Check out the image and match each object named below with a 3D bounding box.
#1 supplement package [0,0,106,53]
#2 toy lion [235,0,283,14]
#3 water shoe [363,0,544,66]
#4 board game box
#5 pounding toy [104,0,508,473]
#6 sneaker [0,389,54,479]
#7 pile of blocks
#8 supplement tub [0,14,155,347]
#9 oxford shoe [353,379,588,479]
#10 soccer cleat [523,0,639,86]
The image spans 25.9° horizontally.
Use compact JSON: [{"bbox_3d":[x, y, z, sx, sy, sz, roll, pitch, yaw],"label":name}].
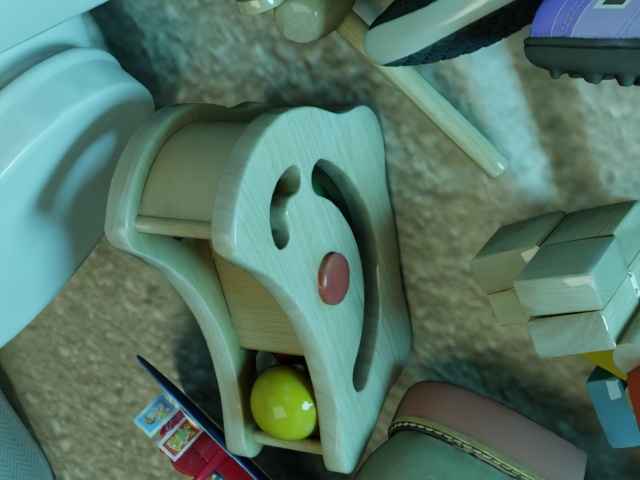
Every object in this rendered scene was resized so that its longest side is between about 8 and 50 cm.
[{"bbox_3d":[-0.110,-0.221,0.568,0.177,0.293,0.175,33,128,13],"label":"supplement package"},{"bbox_3d":[0.001,-0.146,0.671,0.100,0.096,0.034,-7,118,26],"label":"toy lion"},{"bbox_3d":[0.096,-0.151,0.637,0.203,0.073,0.080,-29,81,32],"label":"water shoe"},{"bbox_3d":[-0.064,0.141,0.857,0.168,0.033,0.133,45,174,3],"label":"board game box"},{"bbox_3d":[0.000,0.000,0.715,0.155,0.154,0.269,5,118,30],"label":"pounding toy"},{"bbox_3d":[-0.325,0.102,1.002,0.169,0.108,0.292,-9,112,32],"label":"sneaker"},{"bbox_3d":[0.223,0.108,0.666,0.362,0.112,0.149,25,126,18],"label":"pile of blocks"},{"bbox_3d":[-0.280,-0.097,0.779,0.325,0.235,0.235,36,129,9],"label":"supplement tub"},{"bbox_3d":[0.163,0.214,0.732,0.348,0.130,0.123,28,153,21],"label":"oxford shoe"},{"bbox_3d":[0.228,-0.128,0.548,0.318,0.108,0.116,-6,97,33],"label":"soccer cleat"}]
